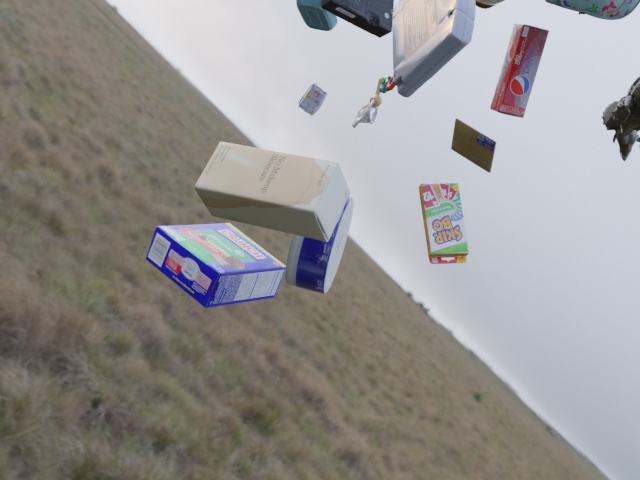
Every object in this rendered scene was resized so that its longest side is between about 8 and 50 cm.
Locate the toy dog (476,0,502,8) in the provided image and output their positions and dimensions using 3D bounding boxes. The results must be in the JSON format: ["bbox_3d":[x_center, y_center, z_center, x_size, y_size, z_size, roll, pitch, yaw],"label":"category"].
[{"bbox_3d":[0.400,-0.810,1.990,0.408,0.395,0.284,53,-19,-1],"label":"toy dog"}]

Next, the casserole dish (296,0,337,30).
[{"bbox_3d":[-0.014,-0.698,2.365,0.114,0.037,0.188,15,-12,17],"label":"casserole dish"}]

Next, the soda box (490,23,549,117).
[{"bbox_3d":[0.590,-0.505,2.290,0.083,0.263,0.092,11,15,-9],"label":"soda box"}]

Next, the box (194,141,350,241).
[{"bbox_3d":[-0.106,-0.112,1.733,0.311,0.148,0.121,11,-29,24],"label":"box"}]

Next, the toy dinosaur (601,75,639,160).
[{"bbox_3d":[0.604,-0.269,1.378,0.121,0.313,0.160,31,40,-3],"label":"toy dinosaur"}]

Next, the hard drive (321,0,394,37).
[{"bbox_3d":[0.117,-0.795,2.266,0.237,0.338,0.064,15,-17,-36],"label":"hard drive"}]

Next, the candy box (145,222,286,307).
[{"bbox_3d":[-0.296,0.065,2.236,0.268,0.122,0.317,34,19,27],"label":"candy box"}]

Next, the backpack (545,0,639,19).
[{"bbox_3d":[0.739,-0.700,2.026,0.254,0.225,0.191,14,35,-9],"label":"backpack"}]

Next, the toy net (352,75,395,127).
[{"bbox_3d":[0.150,-0.331,1.736,0.045,0.232,0.122,27,31,-16],"label":"toy net"}]

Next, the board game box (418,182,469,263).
[{"bbox_3d":[0.382,-0.054,2.379,0.039,0.124,0.259,119,-33,-70],"label":"board game box"}]

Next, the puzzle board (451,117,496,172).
[{"bbox_3d":[0.378,-0.235,1.898,0.128,0.011,0.096,38,-34,32],"label":"puzzle board"}]

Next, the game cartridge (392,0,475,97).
[{"bbox_3d":[0.225,-0.445,1.551,0.062,0.198,0.297,31,44,-28],"label":"game cartridge"}]

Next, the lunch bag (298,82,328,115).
[{"bbox_3d":[-0.018,-0.345,1.885,0.053,0.071,0.083,35,13,-1],"label":"lunch bag"}]

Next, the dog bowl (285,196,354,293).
[{"bbox_3d":[0.000,0.000,1.984,0.104,0.264,0.265,17,-3,8],"label":"dog bowl"}]
